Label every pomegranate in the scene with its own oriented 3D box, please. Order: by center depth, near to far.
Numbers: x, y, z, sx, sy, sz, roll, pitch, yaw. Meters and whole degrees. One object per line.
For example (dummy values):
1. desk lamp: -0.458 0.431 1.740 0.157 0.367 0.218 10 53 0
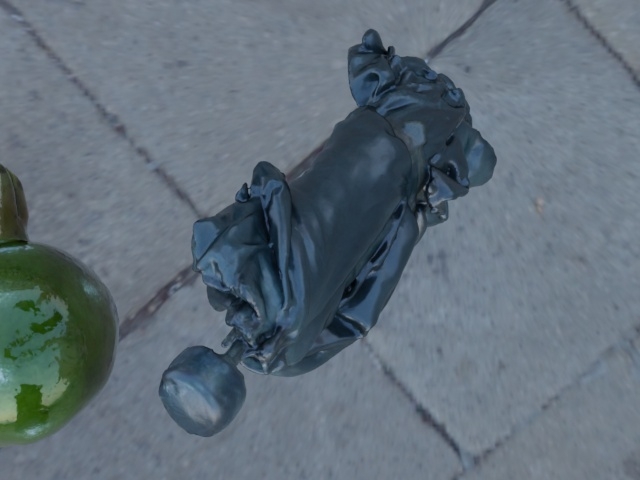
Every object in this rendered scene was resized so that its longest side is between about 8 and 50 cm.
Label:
1. pomegranate: -0.258 0.062 1.414 0.159 0.240 0.190 -14 139 15

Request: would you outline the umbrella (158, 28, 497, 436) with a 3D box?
1. umbrella: -0.003 -0.001 1.027 0.094 0.349 0.143 -26 109 45
